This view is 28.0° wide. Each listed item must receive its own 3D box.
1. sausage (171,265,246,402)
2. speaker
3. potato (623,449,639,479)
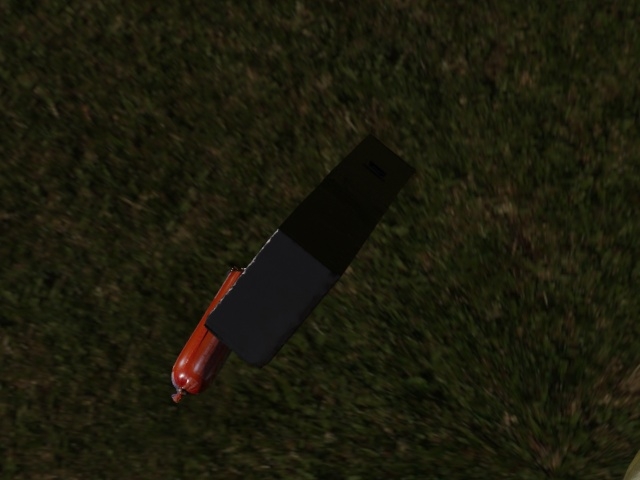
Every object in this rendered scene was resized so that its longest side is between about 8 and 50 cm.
[{"bbox_3d":[-0.099,0.093,1.215,0.050,0.048,0.145,9,55,34],"label":"sausage"},{"bbox_3d":[0.000,0.000,0.810,0.044,0.218,0.082,39,114,1],"label":"speaker"},{"bbox_3d":[0.380,0.190,1.188,0.255,0.269,0.112,-29,89,18],"label":"potato"}]
